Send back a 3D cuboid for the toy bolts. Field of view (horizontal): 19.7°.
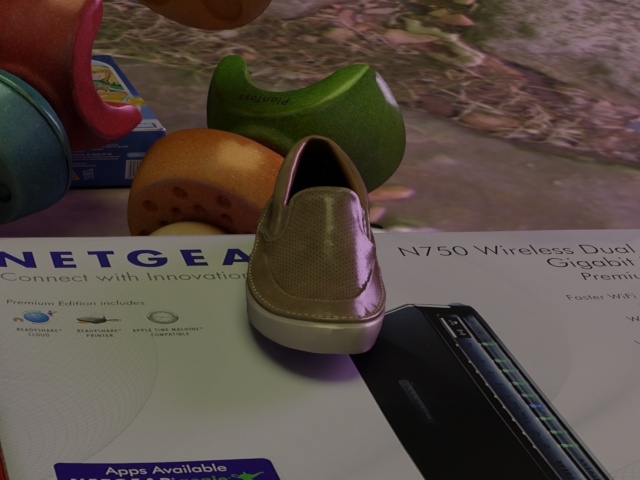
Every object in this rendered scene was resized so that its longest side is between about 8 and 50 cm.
[{"bbox_3d":[-0.109,-0.060,0.847,0.228,0.218,0.158,4,42,32],"label":"toy bolts"}]

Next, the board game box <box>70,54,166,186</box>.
[{"bbox_3d":[-0.201,-0.068,1.032,0.201,0.035,0.136,-2,24,-20],"label":"board game box"}]

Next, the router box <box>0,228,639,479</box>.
[{"bbox_3d":[0.048,0.090,0.645,0.335,0.082,0.301,-1,23,-17],"label":"router box"}]

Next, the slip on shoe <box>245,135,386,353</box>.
[{"bbox_3d":[0.000,0.000,0.687,0.051,0.041,0.135,6,22,0],"label":"slip on shoe"}]
